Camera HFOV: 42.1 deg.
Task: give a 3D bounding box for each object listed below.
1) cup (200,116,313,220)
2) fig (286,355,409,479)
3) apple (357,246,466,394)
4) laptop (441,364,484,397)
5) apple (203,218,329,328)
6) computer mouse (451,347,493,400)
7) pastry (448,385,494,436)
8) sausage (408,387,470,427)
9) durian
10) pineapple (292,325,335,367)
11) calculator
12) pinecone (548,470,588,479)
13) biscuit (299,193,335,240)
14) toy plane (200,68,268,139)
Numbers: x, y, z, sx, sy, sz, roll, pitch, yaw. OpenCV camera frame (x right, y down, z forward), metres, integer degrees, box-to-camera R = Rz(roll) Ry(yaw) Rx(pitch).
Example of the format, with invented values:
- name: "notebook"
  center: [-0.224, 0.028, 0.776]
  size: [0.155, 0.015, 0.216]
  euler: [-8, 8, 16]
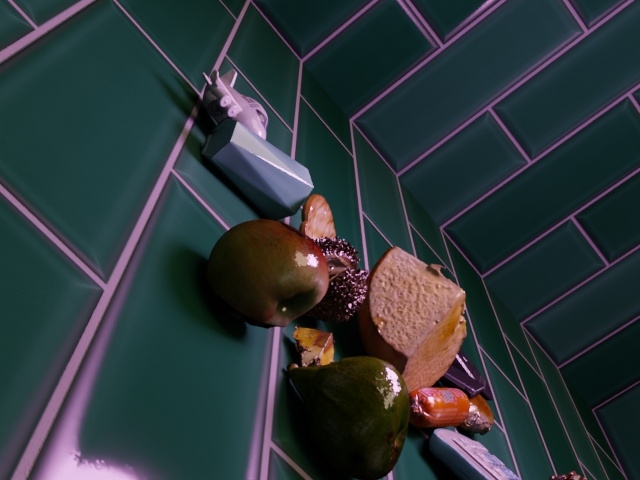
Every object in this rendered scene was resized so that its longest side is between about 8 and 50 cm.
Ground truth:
- name: "cup"
  center: [-0.143, -0.166, 1.843]
  size: [0.236, 0.134, 0.148]
  euler: [41, 17, -34]
- name: "fig"
  center: [0.028, 0.281, 1.401]
  size: [0.235, 0.203, 0.203]
  euler: [16, 4, 20]
- name: "apple"
  center: [0.210, 0.193, 1.876]
  size: [0.309, 0.252, 0.314]
  euler: [85, -1, -60]
- name: "laptop"
  center: [0.321, 0.333, 2.146]
  size: [0.207, 0.026, 0.154]
  euler: [32, 9, 21]
- name: "apple"
  center: [-0.096, 0.049, 1.428]
  size: [0.188, 0.207, 0.174]
  euler: [55, -26, 39]
- name: "computer mouse"
  center: [0.366, 0.343, 2.281]
  size: [0.264, 0.088, 0.147]
  euler: [57, 10, 8]
- name: "pastry"
  center: [0.383, 0.434, 2.156]
  size: [0.153, 0.081, 0.153]
  euler: [43, 23, -23]
- name: "sausage"
  center: [0.258, 0.378, 1.885]
  size: [0.093, 0.093, 0.312]
  euler: [60, 15, 22]
- name: "durian"
  center: [0.024, 0.078, 1.715]
  size: [0.196, 0.167, 0.196]
  euler: [14, 63, -30]
- name: "pineapple"
  center: [-0.008, 0.209, 1.527]
  size: [0.114, 0.077, 0.114]
  euler: [55, 18, -8]
- name: "calculator"
  center: [0.377, 0.523, 1.883]
  size: [0.256, 0.054, 0.386]
  euler: [39, 7, 30]
- name: "pinecone"
  center: [0.662, 0.719, 2.102]
  size: [0.244, 0.244, 0.309]
  euler: [47, 5, -21]
- name: "biscuit"
  center: [-0.005, 0.001, 1.910]
  size: [0.260, 0.041, 0.203]
  euler: [26, 61, -73]
- name: "toy plane"
  center: [-0.201, -0.303, 1.952]
  size: [0.252, 0.118, 0.252]
  euler: [55, -1, 2]
